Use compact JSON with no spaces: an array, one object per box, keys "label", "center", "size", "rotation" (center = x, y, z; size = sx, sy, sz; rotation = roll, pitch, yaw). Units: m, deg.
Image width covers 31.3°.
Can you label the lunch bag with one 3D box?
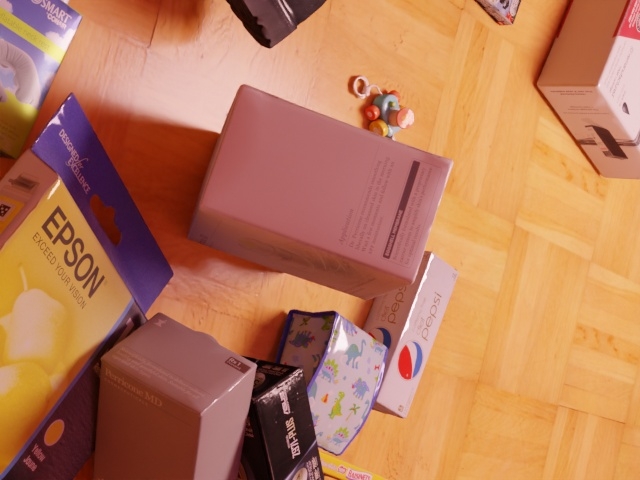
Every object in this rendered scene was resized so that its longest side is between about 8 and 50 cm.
[{"label":"lunch bag","center":[0.004,0.177,1.408],"size":[0.129,0.096,0.151],"rotation":[35,61,-44]}]

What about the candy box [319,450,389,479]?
[{"label":"candy box","center":[-0.011,0.267,1.399],"size":[0.206,0.105,0.027],"rotation":[32,73,-44]}]

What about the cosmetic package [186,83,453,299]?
[{"label":"cosmetic package","center":[-0.012,-0.040,1.199],"size":[0.224,0.224,0.138],"rotation":[20,80,-6]}]

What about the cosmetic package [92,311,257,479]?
[{"label":"cosmetic package","center":[-0.152,0.207,1.157],"size":[0.107,0.127,0.238],"rotation":[-42,148,-46]}]

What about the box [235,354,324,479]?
[{"label":"box","center":[-0.097,0.204,1.242],"size":[0.077,0.180,0.147],"rotation":[-30,118,-44]}]

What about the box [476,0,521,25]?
[{"label":"box","center":[0.265,-0.392,1.645],"size":[0.094,0.027,0.137],"rotation":[32,73,-43]}]

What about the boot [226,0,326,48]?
[{"label":"boot","center":[0.026,-0.466,1.163],"size":[0.445,0.146,0.367],"rotation":[-39,131,-4]}]

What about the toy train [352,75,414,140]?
[{"label":"toy train","center":[0.071,-0.123,1.468],"size":[0.125,0.046,0.166],"rotation":[15,86,-47]}]

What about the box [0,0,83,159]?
[{"label":"box","center":[-0.297,-0.179,1.069],"size":[0.109,0.042,0.178],"rotation":[33,73,-45]}]

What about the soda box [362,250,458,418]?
[{"label":"soda box","center":[0.106,0.121,1.528],"size":[0.074,0.069,0.216],"rotation":[36,70,-43]}]

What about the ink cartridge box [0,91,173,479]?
[{"label":"ink cartridge box","center":[-0.249,0.074,1.080],"size":[0.307,0.072,0.304],"rotation":[-55,149,-24]}]

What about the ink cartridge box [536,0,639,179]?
[{"label":"ink cartridge box","center":[0.482,-0.249,1.836],"size":[0.273,0.114,0.197],"rotation":[42,66,-43]}]
